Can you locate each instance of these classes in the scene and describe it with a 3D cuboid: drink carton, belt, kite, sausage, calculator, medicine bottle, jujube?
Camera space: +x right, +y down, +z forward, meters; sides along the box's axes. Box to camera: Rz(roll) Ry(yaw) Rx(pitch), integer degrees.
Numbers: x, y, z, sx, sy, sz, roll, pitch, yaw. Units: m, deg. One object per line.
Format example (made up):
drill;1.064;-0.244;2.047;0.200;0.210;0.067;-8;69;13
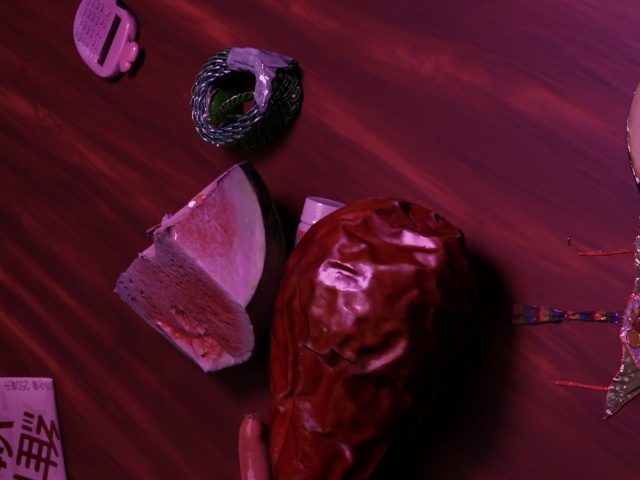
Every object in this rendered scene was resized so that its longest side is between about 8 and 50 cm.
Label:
drink carton;-0.445;0.344;2.072;0.132;0.194;0.325;-26;68;43
belt;-0.096;-0.173;1.848;0.151;0.079;0.121;-13;77;44
kite;0.274;0.072;1.496;0.244;0.006;0.198;8;92;46
sausage;-0.075;0.290;1.803;0.040;0.047;0.177;-6;82;29
calculator;-0.288;-0.277;2.096;0.166;0.024;0.103;44;116;42
medicine bottle;0.000;0.000;1.748;0.057;0.057;0.089;23;102;45
jujube;0.040;0.125;1.611;0.216;0.216;0.342;36;123;41

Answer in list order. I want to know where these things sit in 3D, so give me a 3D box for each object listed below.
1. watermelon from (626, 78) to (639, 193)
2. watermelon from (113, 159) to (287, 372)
watermelon;0.343;-0.069;1.410;0.119;0.063;0.245;-29;59;20
watermelon;-0.137;0.032;1.800;0.305;0.180;0.224;140;136;-64
